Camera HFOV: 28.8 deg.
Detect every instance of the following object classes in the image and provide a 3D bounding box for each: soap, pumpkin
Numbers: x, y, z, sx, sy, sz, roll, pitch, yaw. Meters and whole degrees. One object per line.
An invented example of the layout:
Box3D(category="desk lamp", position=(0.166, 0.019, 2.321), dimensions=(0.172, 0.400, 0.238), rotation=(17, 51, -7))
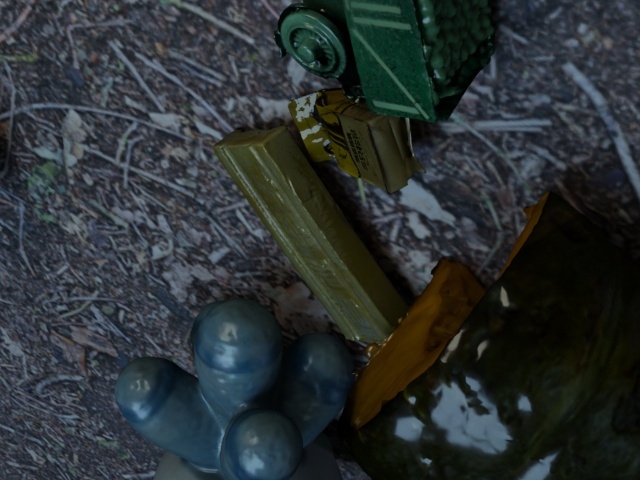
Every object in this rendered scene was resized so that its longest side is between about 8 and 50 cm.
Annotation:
Box3D(category="soap", position=(-0.001, 0.001, 1.170), dimensions=(0.092, 0.037, 0.252), rotation=(3, 133, 57))
Box3D(category="pumpkin", position=(0.160, 0.129, 1.024), dimensions=(0.225, 0.256, 0.303), rotation=(34, 157, -1))

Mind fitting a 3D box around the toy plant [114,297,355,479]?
Box3D(category="toy plant", position=(-0.083, 0.193, 1.307), dimensions=(0.247, 0.247, 0.332), rotation=(18, 134, 23))

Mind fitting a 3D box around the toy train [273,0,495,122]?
Box3D(category="toy train", position=(0.030, -0.205, 0.890), dimensions=(0.154, 0.115, 0.269), rotation=(15, 136, 34))

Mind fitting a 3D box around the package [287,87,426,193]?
Box3D(category="package", position=(0.032, -0.090, 1.057), dimensions=(0.131, 0.047, 0.071), rotation=(26, 145, 56))
